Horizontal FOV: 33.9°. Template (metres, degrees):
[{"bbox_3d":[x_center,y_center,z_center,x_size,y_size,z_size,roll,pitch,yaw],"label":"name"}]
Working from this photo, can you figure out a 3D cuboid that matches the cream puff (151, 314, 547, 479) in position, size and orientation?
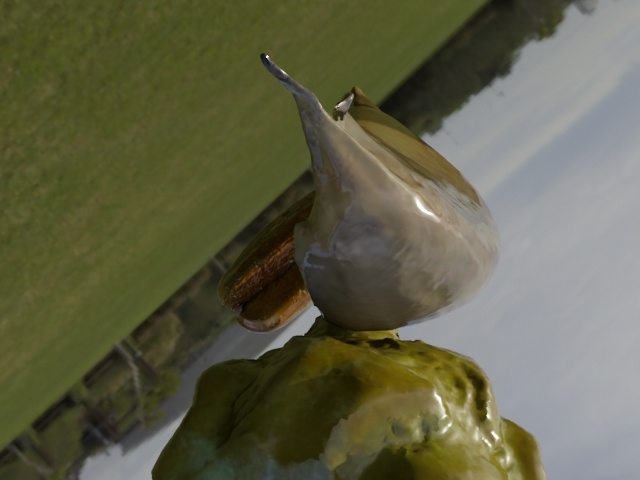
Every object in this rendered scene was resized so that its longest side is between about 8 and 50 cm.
[{"bbox_3d":[0.050,0.178,0.813,0.274,0.323,0.270,-10,-151,28],"label":"cream puff"}]

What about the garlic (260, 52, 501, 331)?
[{"bbox_3d":[0.028,-0.022,0.750,0.151,0.196,0.338,-28,179,13],"label":"garlic"}]

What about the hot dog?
[{"bbox_3d":[0.000,0.000,1.062,0.236,0.092,0.062,-38,177,-7],"label":"hot dog"}]
